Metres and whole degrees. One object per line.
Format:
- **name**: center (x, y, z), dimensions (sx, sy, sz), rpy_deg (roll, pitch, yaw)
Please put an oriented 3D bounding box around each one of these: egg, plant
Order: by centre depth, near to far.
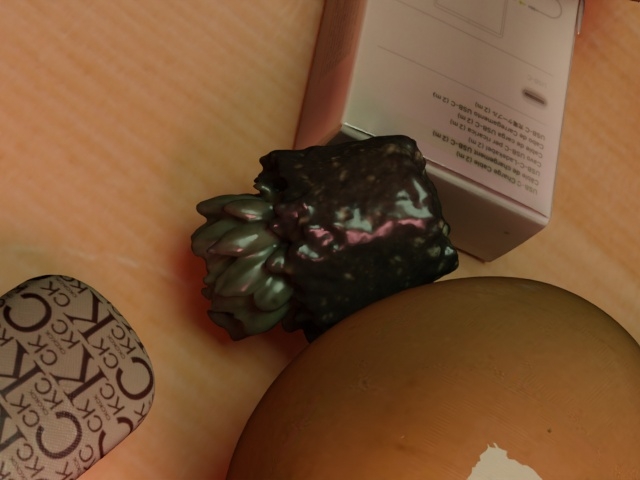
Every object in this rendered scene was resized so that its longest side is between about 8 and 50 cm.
- **egg**: center (0.095, 0.180, 1.381), dimensions (0.301, 0.301, 0.374), rpy_deg (47, 44, -4)
- **plant**: center (0.000, 0.000, 1.497), dimensions (0.132, 0.194, 0.129), rpy_deg (-102, 173, -56)

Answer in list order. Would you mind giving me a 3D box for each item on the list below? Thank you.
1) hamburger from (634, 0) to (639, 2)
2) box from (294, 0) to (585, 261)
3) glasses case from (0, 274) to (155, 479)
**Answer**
- **hamburger**: center (0.200, -0.320, 1.740), dimensions (0.285, 0.134, 0.265), rpy_deg (21, 33, -15)
- **box**: center (0.102, -0.138, 1.653), dimensions (0.203, 0.106, 0.251), rpy_deg (24, 57, -21)
- **glasses case**: center (-0.258, 0.150, 1.318), dimensions (0.137, 0.085, 0.355), rpy_deg (52, 52, -1)
